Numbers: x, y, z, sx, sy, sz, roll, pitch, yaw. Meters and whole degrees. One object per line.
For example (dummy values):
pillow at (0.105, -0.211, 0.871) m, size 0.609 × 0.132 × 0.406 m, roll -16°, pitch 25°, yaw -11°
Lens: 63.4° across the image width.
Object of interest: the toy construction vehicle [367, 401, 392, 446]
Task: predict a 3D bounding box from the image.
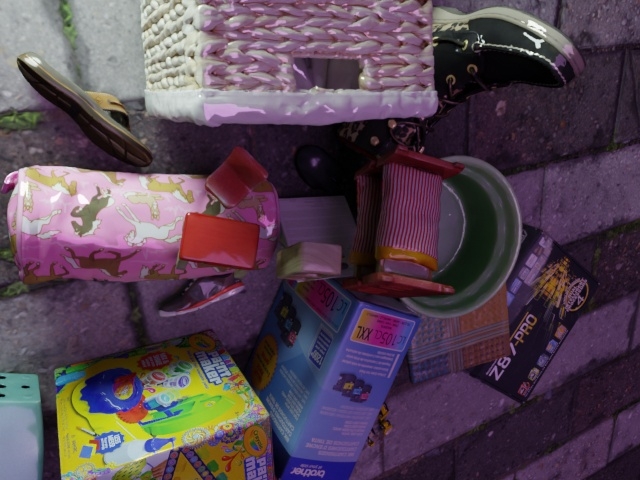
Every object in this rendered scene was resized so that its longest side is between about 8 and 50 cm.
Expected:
toy construction vehicle at (0.134, 0.446, 1.261) m, size 0.086 × 0.035 × 0.098 m, roll -39°, pitch 125°, yaw -24°

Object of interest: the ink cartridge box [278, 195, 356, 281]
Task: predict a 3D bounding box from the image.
ink cartridge box at (0.000, 0.000, 0.933) m, size 0.146 × 0.179 × 0.045 m, roll -5°, pitch 148°, yaw -21°

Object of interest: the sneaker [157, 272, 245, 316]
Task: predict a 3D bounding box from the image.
sneaker at (-0.219, 0.089, 0.928) m, size 0.158 × 0.061 × 0.064 m, roll -21°, pitch 90°, yaw -22°

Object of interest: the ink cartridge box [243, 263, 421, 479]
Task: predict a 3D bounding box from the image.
ink cartridge box at (-0.014, 0.252, 0.961) m, size 0.151 × 0.270 × 0.395 m, roll 18°, pitch 98°, yaw -29°

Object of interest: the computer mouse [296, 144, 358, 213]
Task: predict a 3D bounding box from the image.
computer mouse at (0.045, -0.102, 1.003) m, size 0.242 × 0.041 × 0.071 m, roll 34°, pitch 89°, yaw -34°

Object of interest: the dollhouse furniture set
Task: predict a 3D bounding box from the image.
dollhouse furniture set at (0.003, -0.038, 0.740) m, size 0.374 × 0.152 × 0.201 m, roll 10°, pitch 78°, yaw -20°

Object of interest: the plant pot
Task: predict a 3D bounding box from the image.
plant pot at (-0.510, 0.330, 0.786) m, size 0.166 × 0.165 × 0.234 m, roll 11°, pitch 94°, yaw -32°

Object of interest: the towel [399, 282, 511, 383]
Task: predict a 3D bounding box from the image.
towel at (0.299, 0.117, 1.164) m, size 0.272 × 0.040 × 0.369 m, roll -11°, pitch 103°, yaw -15°

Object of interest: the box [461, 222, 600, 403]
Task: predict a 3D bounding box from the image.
box at (0.516, 0.195, 1.340) m, size 0.318 × 0.097 × 0.394 m, roll 33°, pitch 90°, yaw -30°

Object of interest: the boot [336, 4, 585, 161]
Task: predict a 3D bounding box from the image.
boot at (0.198, -0.232, 0.851) m, size 0.138 × 0.377 × 0.284 m, roll 31°, pitch 96°, yaw -42°

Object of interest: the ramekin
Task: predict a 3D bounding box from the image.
ramekin at (0.222, -0.014, 1.011) m, size 0.304 × 0.148 × 0.303 m, roll -4°, pitch 101°, yaw -20°

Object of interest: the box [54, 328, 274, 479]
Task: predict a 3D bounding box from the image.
box at (-0.258, 0.314, 0.837) m, size 0.279 × 0.290 × 0.176 m, roll -11°, pitch 112°, yaw -26°

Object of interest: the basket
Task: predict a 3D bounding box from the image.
basket at (-0.061, -0.296, 0.710) m, size 0.329 × 0.331 × 0.266 m, roll -9°, pitch 106°, yaw -27°

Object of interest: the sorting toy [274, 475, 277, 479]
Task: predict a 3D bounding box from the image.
sorting toy at (-0.039, 0.474, 1.151) m, size 0.366 × 0.127 × 0.126 m, roll -25°, pitch 148°, yaw -22°

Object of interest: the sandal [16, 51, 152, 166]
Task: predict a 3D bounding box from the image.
sandal at (-0.327, -0.191, 0.751) m, size 0.219 × 0.090 × 0.060 m, roll 43°, pitch 63°, yaw -26°

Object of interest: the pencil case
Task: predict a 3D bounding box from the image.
pencil case at (-0.260, -0.028, 0.791) m, size 0.386 × 0.167 × 0.160 m, roll -3°, pitch 128°, yaw -29°
